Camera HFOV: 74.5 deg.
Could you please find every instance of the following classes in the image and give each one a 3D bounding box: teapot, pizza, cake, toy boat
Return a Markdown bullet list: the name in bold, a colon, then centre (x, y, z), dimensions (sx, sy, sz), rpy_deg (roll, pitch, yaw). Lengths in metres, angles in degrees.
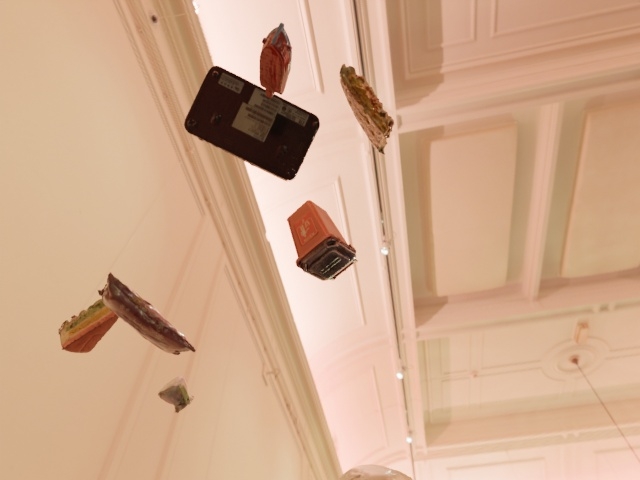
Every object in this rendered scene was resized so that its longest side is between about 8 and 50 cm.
- **teapot**: centre (-0.318, 0.347, 0.947), dimensions (0.083, 0.064, 0.064), rpy_deg (-25, -80, 45)
- **pizza**: centre (0.138, -0.339, 1.124), dimensions (0.058, 0.197, 0.292), rpy_deg (-35, -52, 1)
- **cake**: centre (-0.723, 0.267, 1.367), dimensions (0.225, 0.109, 0.090), rpy_deg (-35, -42, -1)
- **toy boat**: centre (-0.096, -0.392, 0.923), dimensions (0.069, 0.059, 0.173), rpy_deg (24, -26, 2)

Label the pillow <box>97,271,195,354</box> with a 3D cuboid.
- **pillow**: centre (-0.291, 0.132, 0.694), dimensions (0.185, 0.043, 0.118), rpy_deg (48, -37, -15)

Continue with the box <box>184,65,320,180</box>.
- **box**: centre (-0.193, -0.331, 1.213), dimensions (0.350, 0.058, 0.211), rpy_deg (25, -92, -5)

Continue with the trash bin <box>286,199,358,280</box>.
- **trash bin**: centre (0.000, 0.000, 1.383), dimensions (0.161, 0.239, 0.184), rpy_deg (-40, -43, 17)

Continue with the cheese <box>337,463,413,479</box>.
- **cheese**: centre (0.092, 0.494, 0.740), dimensions (0.154, 0.198, 0.189), rpy_deg (25, -17, -20)
